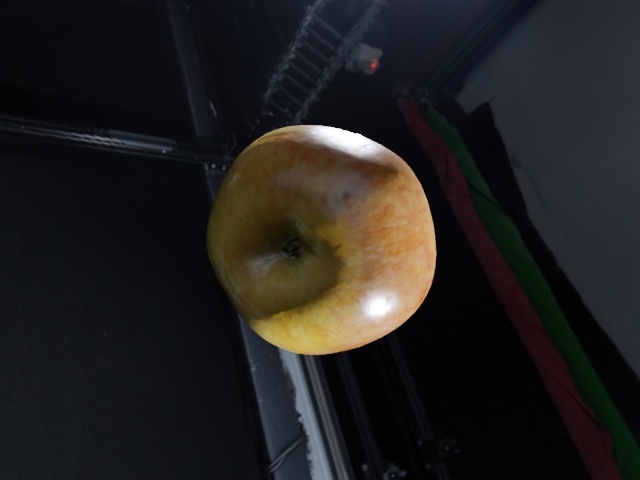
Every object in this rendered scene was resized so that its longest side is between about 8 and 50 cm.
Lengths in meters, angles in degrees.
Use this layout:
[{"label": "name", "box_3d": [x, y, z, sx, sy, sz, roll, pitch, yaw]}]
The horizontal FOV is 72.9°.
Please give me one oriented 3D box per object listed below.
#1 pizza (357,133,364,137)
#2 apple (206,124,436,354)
[{"label": "pizza", "box_3d": [0.078, -0.148, 1.010, 0.036, 0.176, 0.185, -2, -104, -54]}, {"label": "apple", "box_3d": [0.000, 0.000, 0.742, 0.391, 0.391, 0.346, 51, -154, 6]}]
